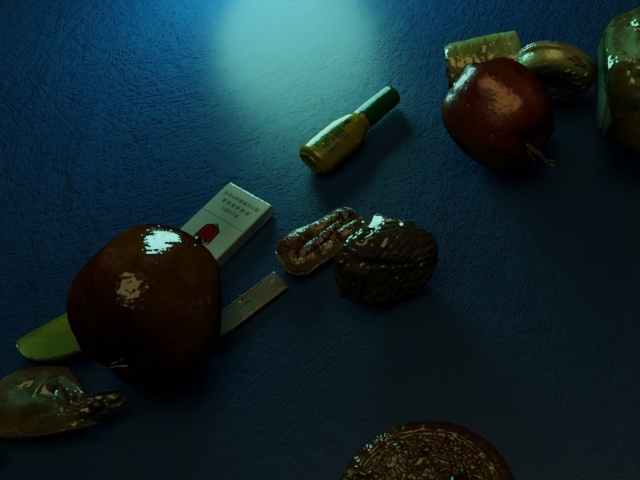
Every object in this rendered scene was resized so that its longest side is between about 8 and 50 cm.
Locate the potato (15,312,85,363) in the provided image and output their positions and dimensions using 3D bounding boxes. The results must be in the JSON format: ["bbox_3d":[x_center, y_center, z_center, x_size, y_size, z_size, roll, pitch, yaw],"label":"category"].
[{"bbox_3d":[-0.508,0.201,1.878,0.198,0.054,0.119,-19,45,8],"label":"potato"}]

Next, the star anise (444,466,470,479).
[{"bbox_3d":[0.167,0.468,1.340,0.237,0.148,0.346,-11,52,36],"label":"star anise"}]

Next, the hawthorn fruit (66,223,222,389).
[{"bbox_3d":[-0.300,0.101,1.767,0.285,0.284,0.369,1,33,19],"label":"hawthorn fruit"}]

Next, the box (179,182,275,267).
[{"bbox_3d":[-0.224,-0.010,1.976,0.139,0.035,0.245,31,65,35],"label":"box"}]

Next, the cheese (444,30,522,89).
[{"bbox_3d":[0.357,-0.392,2.070,0.167,0.093,0.123,-9,47,10],"label":"cheese"}]

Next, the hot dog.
[{"bbox_3d":[0.000,0.000,1.882,0.191,0.059,0.108,-30,53,-10],"label":"hot dog"}]

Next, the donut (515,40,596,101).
[{"bbox_3d":[0.480,-0.342,1.942,0.175,0.174,0.068,9,67,24],"label":"donut"}]

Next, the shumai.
[{"bbox_3d":[0.104,0.017,1.773,0.206,0.166,0.175,-6,36,-19],"label":"shumai"}]

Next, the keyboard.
[{"bbox_3d":[-0.141,0.126,1.847,0.166,0.017,0.055,-37,55,-14],"label":"keyboard"}]

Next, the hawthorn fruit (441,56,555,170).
[{"bbox_3d":[0.369,-0.231,1.863,0.211,0.211,0.299,-30,55,-8],"label":"hawthorn fruit"}]

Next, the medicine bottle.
[{"bbox_3d":[0.071,-0.246,2.058,0.260,0.064,0.095,-41,53,-17],"label":"medicine bottle"}]

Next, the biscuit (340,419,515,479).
[{"bbox_3d":[0.162,0.418,1.489,0.305,0.038,0.305,-9,49,10],"label":"biscuit"}]

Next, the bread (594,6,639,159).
[{"bbox_3d":[0.653,-0.325,1.810,0.264,0.239,0.395,-8,31,14],"label":"bread"}]

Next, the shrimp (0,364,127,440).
[{"bbox_3d":[-0.500,0.296,1.782,0.317,0.077,0.168,-8,47,16],"label":"shrimp"}]
